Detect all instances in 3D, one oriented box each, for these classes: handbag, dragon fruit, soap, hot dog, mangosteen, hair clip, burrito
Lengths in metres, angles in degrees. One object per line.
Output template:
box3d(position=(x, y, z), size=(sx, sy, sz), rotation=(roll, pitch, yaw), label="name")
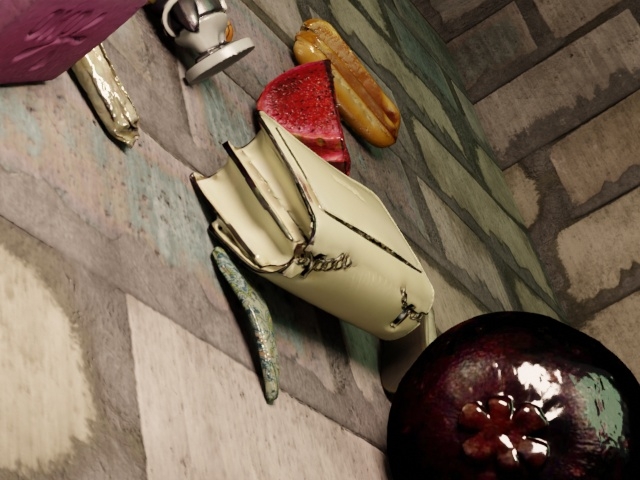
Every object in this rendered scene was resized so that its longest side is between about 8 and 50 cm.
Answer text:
box3d(position=(0.000, 0.000, 1.623), size=(0.358, 0.160, 0.236), rotation=(31, 19, -53), label="handbag")
box3d(position=(-0.023, -0.198, 1.927), size=(0.189, 0.163, 0.261), rotation=(15, 39, -15), label="dragon fruit")
box3d(position=(-0.305, -0.240, 1.190), size=(0.081, 0.181, 0.259), rotation=(55, 17, 0), label="soap")
box3d(position=(0.056, -0.311, 2.368), size=(0.337, 0.100, 0.135), rotation=(47, 30, -28), label="hot dog")
box3d(position=(0.291, 0.298, 1.618), size=(0.382, 0.382, 0.435), rotation=(66, 8, 21), label="mangosteen")
box3d(position=(-0.087, 0.098, 1.450), size=(0.066, 0.036, 0.229), rotation=(35, 29, -59), label="hair clip")
box3d(position=(-0.277, -0.200, 1.420), size=(0.058, 0.045, 0.188), rotation=(-30, 91, -46), label="burrito")

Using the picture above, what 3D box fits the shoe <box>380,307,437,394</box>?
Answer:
box3d(position=(0.153, 0.170, 1.864), size=(0.098, 0.103, 0.274), rotation=(49, 26, -29), label="shoe")

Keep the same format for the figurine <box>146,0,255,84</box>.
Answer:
box3d(position=(-0.204, -0.370, 1.738), size=(0.236, 0.133, 0.176), rotation=(59, 9, -5), label="figurine")
